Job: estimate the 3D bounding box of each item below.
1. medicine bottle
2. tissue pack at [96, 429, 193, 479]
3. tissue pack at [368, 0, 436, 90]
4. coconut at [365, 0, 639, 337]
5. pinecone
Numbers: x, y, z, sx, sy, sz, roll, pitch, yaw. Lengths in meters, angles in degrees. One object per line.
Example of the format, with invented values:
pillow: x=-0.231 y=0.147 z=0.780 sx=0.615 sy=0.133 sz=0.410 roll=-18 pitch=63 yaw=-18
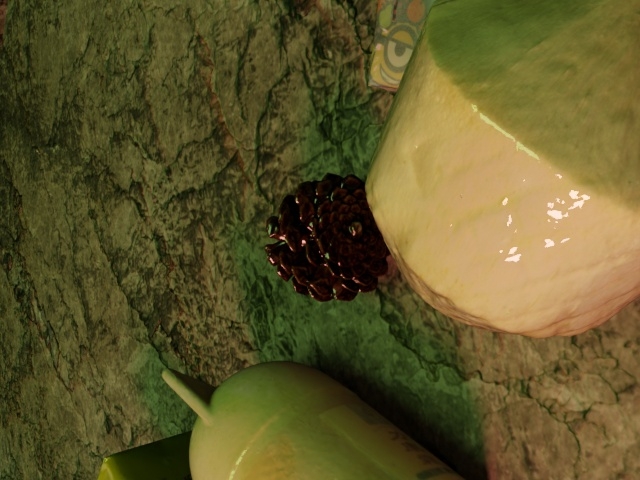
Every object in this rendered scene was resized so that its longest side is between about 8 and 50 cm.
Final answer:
medicine bottle: x=-0.024 y=0.290 z=0.906 sx=0.406 sy=0.236 sz=0.235 roll=30 pitch=115 yaw=43
tissue pack: x=-0.218 y=0.470 z=1.168 sx=0.274 sy=0.200 sz=0.167 roll=47 pitch=128 yaw=35
tissue pack: x=0.114 y=-0.244 z=0.837 sx=0.109 sy=0.060 sz=0.148 roll=21 pitch=109 yaw=45
coconut: x=0.192 y=-0.087 z=0.602 sx=0.329 sy=0.329 sz=0.328 roll=5 pitch=97 yaw=48
pinecone: x=0.003 y=-0.001 z=0.913 sx=0.165 sy=0.163 sz=0.162 roll=-7 pitch=88 yaw=57
